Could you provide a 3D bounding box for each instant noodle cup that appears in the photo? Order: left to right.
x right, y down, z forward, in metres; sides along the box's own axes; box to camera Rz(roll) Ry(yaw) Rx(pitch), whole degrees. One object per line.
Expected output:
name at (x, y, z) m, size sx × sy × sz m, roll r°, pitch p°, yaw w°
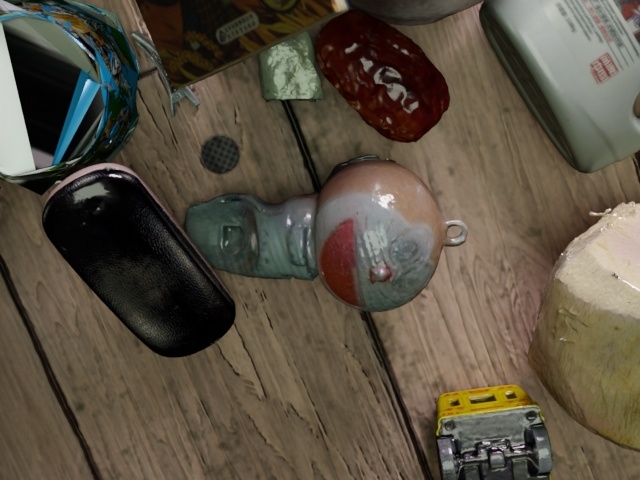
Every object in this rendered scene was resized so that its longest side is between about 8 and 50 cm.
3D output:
instant noodle cup at (-0.321, -0.165, 1.188) m, size 0.240 × 0.178 × 0.240 m, roll -1°, pitch 100°, yaw -5°

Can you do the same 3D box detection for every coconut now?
coconut at (0.395, 0.117, 1.252) m, size 0.297 × 0.297 × 0.255 m, roll 5°, pitch 125°, yaw -6°

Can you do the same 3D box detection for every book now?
book at (-0.149, -0.396, 1.114) m, size 0.039 × 0.300 × 0.428 m, roll -29°, pitch 100°, yaw -39°

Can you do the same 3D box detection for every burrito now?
burrito at (-0.038, -0.222, 1.271) m, size 0.074 × 0.044 × 0.118 m, roll -5°, pitch 104°, yaw -1°

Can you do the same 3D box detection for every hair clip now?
hair clip at (-0.192, -0.200, 1.268) m, size 0.039 × 0.030 × 0.115 m, roll -35°, pitch 102°, yaw 3°

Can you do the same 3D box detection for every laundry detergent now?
laundry detergent at (0.415, -0.285, 1.266) m, size 0.397 × 0.125 × 0.264 m, roll -34°, pitch 101°, yaw -1°

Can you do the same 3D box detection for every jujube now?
jujube at (0.073, -0.197, 1.253) m, size 0.176 × 0.112 × 0.109 m, roll 44°, pitch 94°, yaw -7°

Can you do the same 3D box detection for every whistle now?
whistle at (0.000, 0.000, 1.257) m, size 0.347 × 0.189 × 0.189 m, roll -1°, pitch 101°, yaw 10°

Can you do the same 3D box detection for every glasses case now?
glasses case at (-0.203, 0.032, 1.227) m, size 0.122 × 0.075 × 0.314 m, roll -30°, pitch 134°, yaw 4°

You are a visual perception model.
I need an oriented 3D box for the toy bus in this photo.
toy bus at (0.226, 0.360, 1.351) m, size 0.144 × 0.152 × 0.330 m, roll -8°, pitch 99°, yaw 2°

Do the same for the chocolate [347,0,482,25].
chocolate at (0.119, -0.352, 1.162) m, size 0.303 × 0.303 × 0.213 m, roll -44°, pitch 134°, yaw 4°
